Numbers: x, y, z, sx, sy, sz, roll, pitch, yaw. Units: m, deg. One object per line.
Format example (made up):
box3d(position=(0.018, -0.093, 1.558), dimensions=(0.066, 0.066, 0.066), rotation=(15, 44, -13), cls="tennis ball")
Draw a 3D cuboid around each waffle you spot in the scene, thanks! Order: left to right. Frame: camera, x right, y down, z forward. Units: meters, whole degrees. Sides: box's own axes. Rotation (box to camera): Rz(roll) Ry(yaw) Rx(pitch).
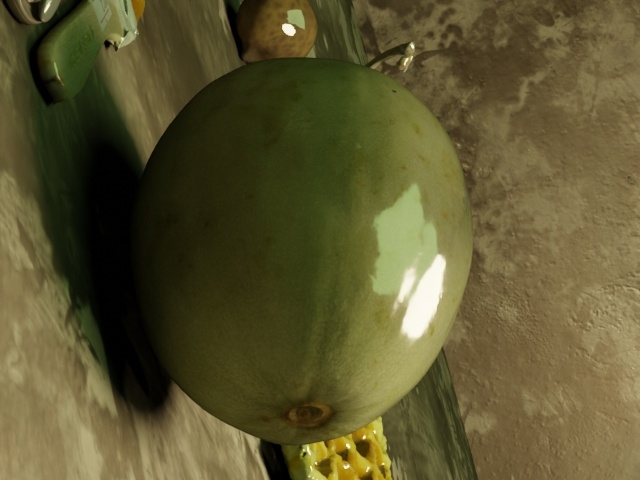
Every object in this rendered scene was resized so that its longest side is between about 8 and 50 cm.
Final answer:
box3d(position=(0.010, 0.203, 1.575), dimensions=(0.317, 0.073, 0.297), rotation=(-4, 74, -76), cls="waffle")

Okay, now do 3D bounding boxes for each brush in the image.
box3d(position=(-0.170, -0.166, 1.219), dimensions=(0.336, 0.020, 0.085), rotation=(-84, 157, -67), cls="brush")

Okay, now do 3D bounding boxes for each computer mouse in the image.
box3d(position=(-0.190, -0.191, 1.074), dimensions=(0.066, 0.039, 0.096), rotation=(60, 18, -59), cls="computer mouse")

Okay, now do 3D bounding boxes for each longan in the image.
box3d(position=(-0.055, -0.247, 1.889), dimensions=(0.113, 0.092, 0.113), rotation=(-43, 149, -35), cls="longan")

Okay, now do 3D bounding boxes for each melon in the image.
box3d(position=(-0.014, 0.001, 1.165), dimensions=(0.308, 0.272, 0.271), rotation=(-93, 165, -69), cls="melon")
